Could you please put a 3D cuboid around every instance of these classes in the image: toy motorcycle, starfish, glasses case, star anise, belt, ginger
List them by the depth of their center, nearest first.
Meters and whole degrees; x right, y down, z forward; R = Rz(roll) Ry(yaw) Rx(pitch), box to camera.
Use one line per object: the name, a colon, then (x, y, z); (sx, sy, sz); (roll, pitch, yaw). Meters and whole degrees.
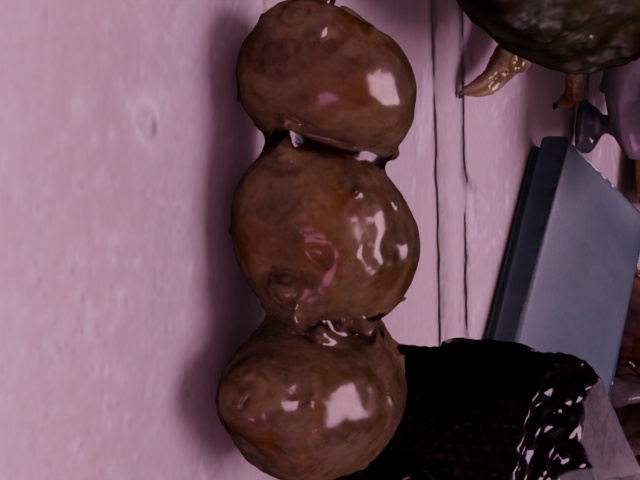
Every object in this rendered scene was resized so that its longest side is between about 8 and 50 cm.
ginger: (0.000, 0.000, 0.746); (0.104, 0.080, 0.204); (1, 94, -61)
belt: (0.077, 0.192, 0.846); (0.184, 0.164, 0.289); (19, 75, -57)
starfish: (0.149, -0.151, 1.119); (0.247, 0.050, 0.138); (-2, 97, -64)
glasses case: (0.136, 0.071, 1.129); (0.105, 0.056, 0.266); (40, 53, -33)
toy motorcycle: (0.237, -0.131, 1.194); (0.260, 0.110, 0.171); (-69, 165, -75)
star anise: (0.257, 0.100, 1.362); (0.229, 0.093, 0.236); (-65, 145, -31)

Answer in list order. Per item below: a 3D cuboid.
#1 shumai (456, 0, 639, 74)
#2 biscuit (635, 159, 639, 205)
shumai: (0.228, -0.287, 0.891); (0.395, 0.348, 0.395); (-7, 90, -69)
biscuit: (0.275, -0.141, 1.431); (0.184, 0.035, 0.249); (-16, 107, -69)
